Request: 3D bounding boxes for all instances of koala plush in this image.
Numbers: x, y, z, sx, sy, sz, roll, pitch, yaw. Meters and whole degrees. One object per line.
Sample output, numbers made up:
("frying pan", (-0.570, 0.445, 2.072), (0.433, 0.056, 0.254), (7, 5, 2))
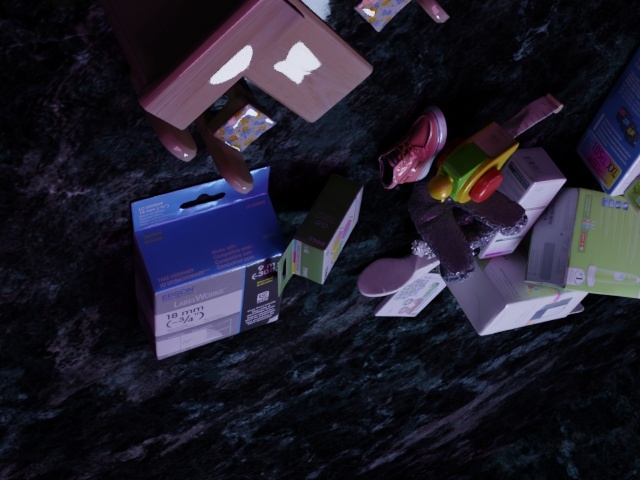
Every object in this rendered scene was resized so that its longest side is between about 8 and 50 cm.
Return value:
("koala plush", (0.260, -0.036, 1.727), (0.196, 0.203, 0.221), (-41, 171, -2))

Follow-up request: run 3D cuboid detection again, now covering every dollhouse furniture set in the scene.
("dollhouse furniture set", (-0.060, -0.225, 1.052), (0.362, 0.256, 0.394), (-39, 149, 16))

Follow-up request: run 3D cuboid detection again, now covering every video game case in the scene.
("video game case", (0.215, 0.121, 2.043), (0.143, 0.019, 0.157), (5, 136, -44))

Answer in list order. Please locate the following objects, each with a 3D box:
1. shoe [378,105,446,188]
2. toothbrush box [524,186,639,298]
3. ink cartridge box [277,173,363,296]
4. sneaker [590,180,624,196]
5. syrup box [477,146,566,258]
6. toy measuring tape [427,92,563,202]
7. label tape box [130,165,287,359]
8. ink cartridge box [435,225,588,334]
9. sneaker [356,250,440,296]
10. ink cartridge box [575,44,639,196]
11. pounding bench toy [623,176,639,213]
("shoe", (0.155, -0.154, 1.531), (0.081, 0.063, 0.178), (-22, 154, -23))
("toothbrush box", (0.580, 0.006, 1.864), (0.283, 0.122, 0.206), (7, 92, -30))
("ink cartridge box", (0.000, 0.000, 1.523), (0.209, 0.062, 0.109), (-59, 166, -32))
("sneaker", (0.635, -0.124, 1.990), (0.097, 0.084, 0.234), (31, 114, -35))
("syrup box", (0.385, -0.073, 1.818), (0.096, 0.093, 0.237), (-8, 144, -32))
("toy measuring tape", (0.306, -0.154, 1.598), (0.330, 0.121, 0.121), (-35, 155, -28))
("label tape box", (-0.186, 0.047, 1.510), (0.240, 0.106, 0.334), (-18, 148, -20))
("ink cartridge box", (0.453, 0.073, 1.984), (0.353, 0.207, 0.119), (-7, 144, -36))
("sneaker", (0.174, 0.068, 1.883), (0.212, 0.080, 0.094), (-25, 161, -10))
("ink cartridge box", (0.708, -0.283, 1.715), (0.269, 0.151, 0.395), (-12, 148, -26))
("pounding bench toy", (0.653, -0.081, 1.750), (0.065, 0.083, 0.052), (-9, 145, -29))
